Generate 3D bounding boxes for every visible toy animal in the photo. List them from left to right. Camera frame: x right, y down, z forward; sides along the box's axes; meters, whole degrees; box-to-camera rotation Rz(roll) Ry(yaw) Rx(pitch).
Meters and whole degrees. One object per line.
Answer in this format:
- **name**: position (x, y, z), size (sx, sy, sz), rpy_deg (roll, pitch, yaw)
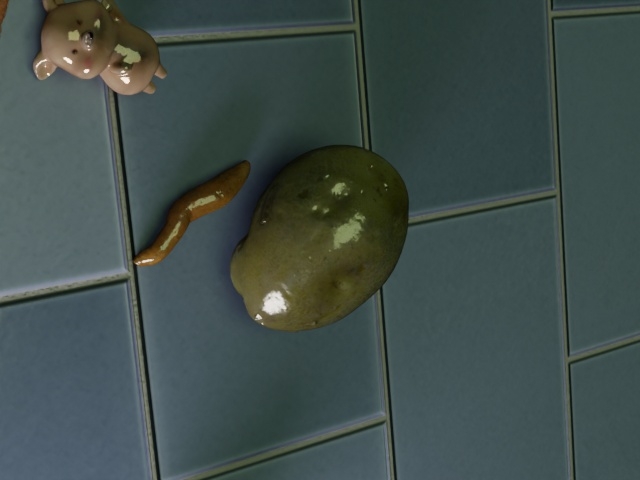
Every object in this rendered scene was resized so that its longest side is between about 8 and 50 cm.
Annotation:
- **toy animal**: position (-0.225, -0.194, 1.112), size (0.150, 0.089, 0.083), rpy_deg (25, 59, -31)

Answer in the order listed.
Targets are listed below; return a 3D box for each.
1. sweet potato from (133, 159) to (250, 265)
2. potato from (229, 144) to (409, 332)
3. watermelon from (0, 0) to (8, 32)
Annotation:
- **sweet potato**: position (-0.140, -0.036, 1.206), size (0.179, 0.044, 0.044), rpy_deg (-44, 117, -24)
- **potato**: position (0.000, 0.000, 1.240), size (0.178, 0.160, 0.235), rpy_deg (45, 84, -4)
- **watermelon**: position (-0.343, -0.258, 1.035), size (0.119, 0.063, 0.245), rpy_deg (9, 85, -53)
